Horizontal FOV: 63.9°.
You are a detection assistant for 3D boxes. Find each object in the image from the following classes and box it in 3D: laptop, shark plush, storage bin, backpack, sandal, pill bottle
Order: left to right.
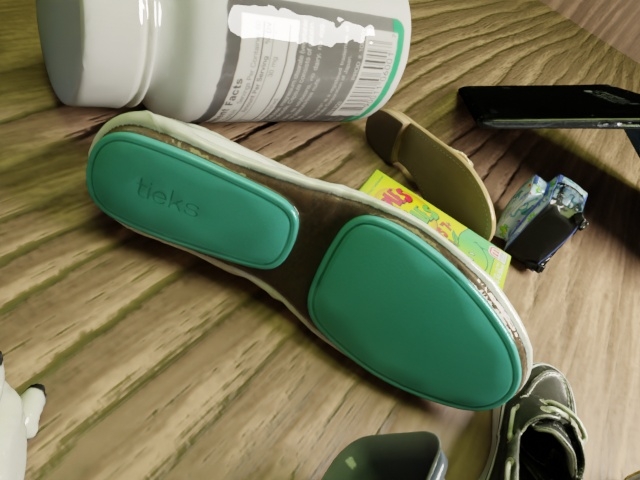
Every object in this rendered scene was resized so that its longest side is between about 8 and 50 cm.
[{"bbox_3d":[-0.193,0.133,0.269,0.067,0.073,0.161,-6,71,-10],"label":"shark plush"},{"bbox_3d":[-0.092,-0.232,0.559,0.361,0.204,0.204,-10,54,-37],"label":"pill bottle"},{"bbox_3d":[0.033,0.195,0.294,0.091,0.098,0.135,59,41,-8],"label":"storage bin"},{"bbox_3d":[0.159,-0.096,0.656,0.079,0.088,0.240,-16,53,-33],"label":"sandal"},{"bbox_3d":[0.279,-0.033,0.647,0.084,0.105,0.114,39,41,13],"label":"backpack"},{"bbox_3d":[0.428,-0.106,0.800,0.407,0.236,0.382,2,22,10],"label":"laptop"}]

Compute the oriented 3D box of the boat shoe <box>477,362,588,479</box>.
[{"bbox_3d":[0.178,0.169,0.409,0.077,0.070,0.219,37,41,8],"label":"boat shoe"}]

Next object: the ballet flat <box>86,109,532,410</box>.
[{"bbox_3d":[0.000,0.000,0.450,0.400,0.139,0.139,28,40,-1],"label":"ballet flat"}]

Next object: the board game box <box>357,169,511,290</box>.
[{"bbox_3d":[0.112,0.004,0.560,0.181,0.043,0.092,34,41,5],"label":"board game box"}]

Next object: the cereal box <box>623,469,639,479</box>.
[{"bbox_3d":[0.300,0.308,0.355,0.173,0.047,0.240,-23,63,-43],"label":"cereal box"}]
